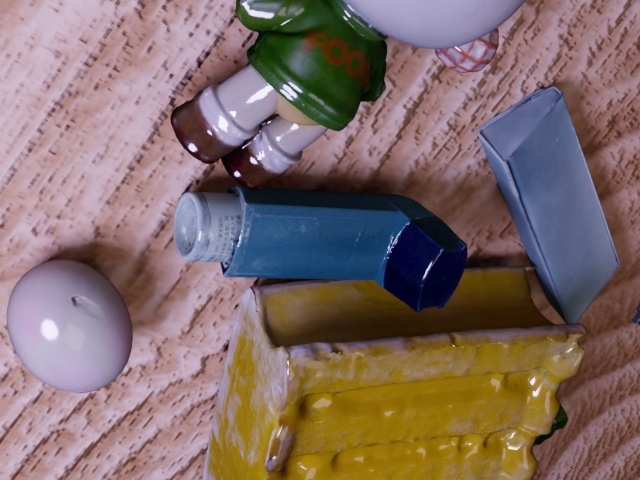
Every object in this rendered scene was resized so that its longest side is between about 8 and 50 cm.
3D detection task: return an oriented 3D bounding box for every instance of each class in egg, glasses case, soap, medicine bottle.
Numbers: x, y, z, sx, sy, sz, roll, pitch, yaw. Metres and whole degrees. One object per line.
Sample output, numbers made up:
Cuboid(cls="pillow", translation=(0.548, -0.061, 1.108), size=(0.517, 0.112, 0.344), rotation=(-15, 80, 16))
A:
Cuboid(cls="egg", translation=(-0.218, 0.076, 1.102), size=(0.103, 0.103, 0.135), rotation=(-27, 134, -6))
Cuboid(cls="glasses case", translation=(0.235, -0.032, 1.300), size=(0.105, 0.056, 0.266), rotation=(-49, 136, -20))
Cuboid(cls="soap", translation=(0.068, 0.180, 1.295), size=(0.335, 0.156, 0.293), rotation=(-5, 130, -24))
Cuboid(cls="medicine bottle", translation=(0.000, 0.000, 1.147), size=(0.258, 0.124, 0.079), rotation=(4, 123, -27))

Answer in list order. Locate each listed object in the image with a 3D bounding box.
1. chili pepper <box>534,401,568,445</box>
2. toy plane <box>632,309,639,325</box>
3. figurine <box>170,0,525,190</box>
Cuboid(cls="chili pepper", translation=(0.212, 0.248, 1.492), size=(0.182, 0.050, 0.073), rotation=(-41, 139, 9))
Cuboid(cls="toy plane", translation=(0.463, 0.023, 1.451), size=(0.096, 0.060, 0.235), rotation=(26, 114, -25))
Cuboid(cls="figurine", translation=(0.037, -0.191, 0.997), size=(0.370, 0.167, 0.281), rotation=(-43, 128, 19))
